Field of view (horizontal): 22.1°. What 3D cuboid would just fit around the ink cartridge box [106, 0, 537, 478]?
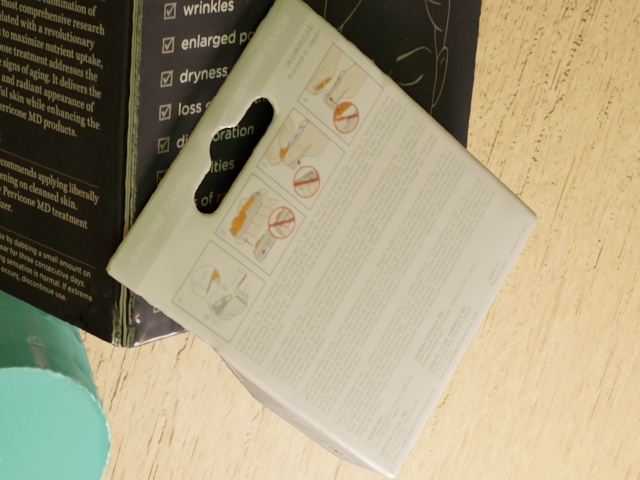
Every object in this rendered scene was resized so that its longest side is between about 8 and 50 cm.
[{"bbox_3d":[0.000,0.000,1.534,0.385,0.091,0.308,39,75,-31],"label":"ink cartridge box"}]

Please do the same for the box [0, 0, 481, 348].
[{"bbox_3d":[-0.095,-0.200,1.604,0.480,0.297,0.472,-14,117,-45],"label":"box"}]

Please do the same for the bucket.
[{"bbox_3d":[-0.364,0.186,1.752,0.281,0.183,0.281,-12,124,-18],"label":"bucket"}]
